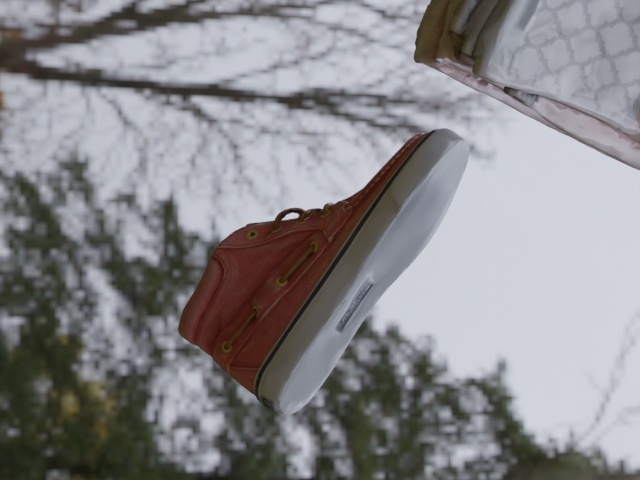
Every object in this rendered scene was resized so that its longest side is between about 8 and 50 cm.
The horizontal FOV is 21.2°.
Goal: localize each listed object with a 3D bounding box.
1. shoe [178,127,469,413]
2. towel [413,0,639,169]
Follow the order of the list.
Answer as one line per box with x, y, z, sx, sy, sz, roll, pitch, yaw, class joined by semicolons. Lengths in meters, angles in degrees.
0.000;0.000;0.918;0.178;0.081;0.063;-54;156;-4;shoe
0.237;-0.168;0.751;0.332;0.317;0.053;-65;-149;9;towel
